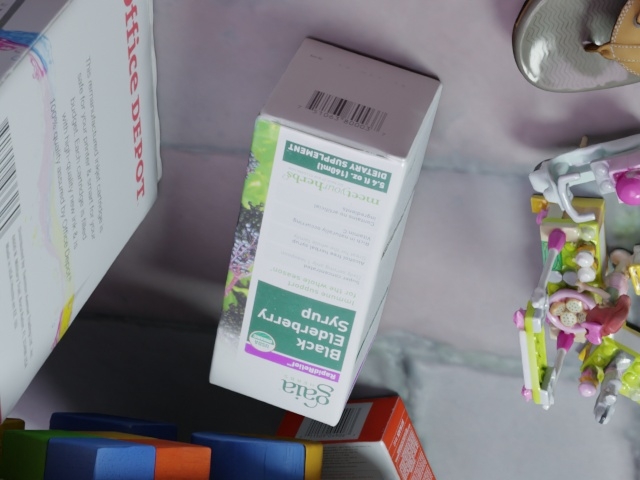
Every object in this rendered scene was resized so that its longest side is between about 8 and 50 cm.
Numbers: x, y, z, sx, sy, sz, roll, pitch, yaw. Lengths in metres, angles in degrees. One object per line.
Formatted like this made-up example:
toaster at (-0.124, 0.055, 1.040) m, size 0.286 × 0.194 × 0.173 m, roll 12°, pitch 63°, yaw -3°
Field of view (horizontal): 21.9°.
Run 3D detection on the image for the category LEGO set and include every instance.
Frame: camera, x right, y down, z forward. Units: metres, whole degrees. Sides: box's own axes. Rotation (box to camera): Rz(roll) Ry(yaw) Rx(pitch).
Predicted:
LEGO set at (0.196, 0.077, 1.031) m, size 0.132 × 0.107 × 0.287 m, roll -17°, pitch 119°, yaw 32°

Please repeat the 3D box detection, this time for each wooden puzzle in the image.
wooden puzzle at (-0.144, 0.159, 1.123) m, size 0.322 × 0.080 × 0.348 m, roll 1°, pitch 171°, yaw 42°

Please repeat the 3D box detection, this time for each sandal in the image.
sandal at (0.207, -0.117, 0.900) m, size 0.219 × 0.060 × 0.090 m, roll -1°, pitch 127°, yaw 23°

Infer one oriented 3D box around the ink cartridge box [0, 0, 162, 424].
ink cartridge box at (-0.213, -0.034, 0.973) m, size 0.131 × 0.306 × 0.226 m, roll 13°, pitch 130°, yaw 12°

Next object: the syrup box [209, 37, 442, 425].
syrup box at (0.000, 0.000, 1.057) m, size 0.093 × 0.096 × 0.236 m, roll 19°, pitch 131°, yaw 7°

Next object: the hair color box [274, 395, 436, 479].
hair color box at (0.039, 0.195, 1.230) m, size 0.093 × 0.053 × 0.167 m, roll -6°, pitch 123°, yaw 26°
